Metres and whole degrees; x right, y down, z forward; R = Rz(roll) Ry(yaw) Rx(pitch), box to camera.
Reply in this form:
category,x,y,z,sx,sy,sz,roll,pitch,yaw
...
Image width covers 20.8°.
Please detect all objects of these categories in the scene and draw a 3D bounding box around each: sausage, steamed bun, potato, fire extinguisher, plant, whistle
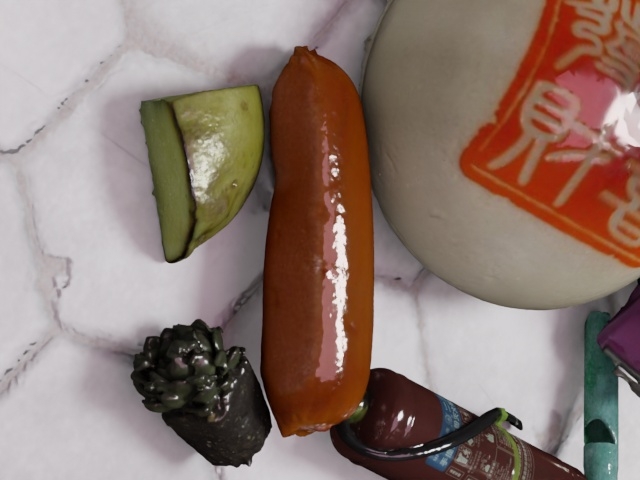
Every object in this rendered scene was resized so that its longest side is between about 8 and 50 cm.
category,x,y,z,sx,sy,sz,roll,pitch,yaw
sausage,0.000,0.000,1.536,0.097,0.094,0.348,9,82,-68
steamed bun,0.227,-0.115,1.619,0.374,0.241,0.374,-6,101,-32
potato,-0.080,-0.061,1.506,0.120,0.081,0.149,-15,103,-30
fire extinguisher,0.117,0.189,1.664,0.341,0.105,0.141,31,38,-32
plant,-0.100,0.131,1.507,0.143,0.094,0.092,54,55,-32
whistle,0.288,0.165,1.779,0.039,0.039,0.186,20,63,-34

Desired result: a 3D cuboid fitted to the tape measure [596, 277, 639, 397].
category,x,y,z,sx,sy,sz,roll,pitch,yaw
tape measure,0.405,0.026,1.756,0.149,0.231,0.245,40,34,11
